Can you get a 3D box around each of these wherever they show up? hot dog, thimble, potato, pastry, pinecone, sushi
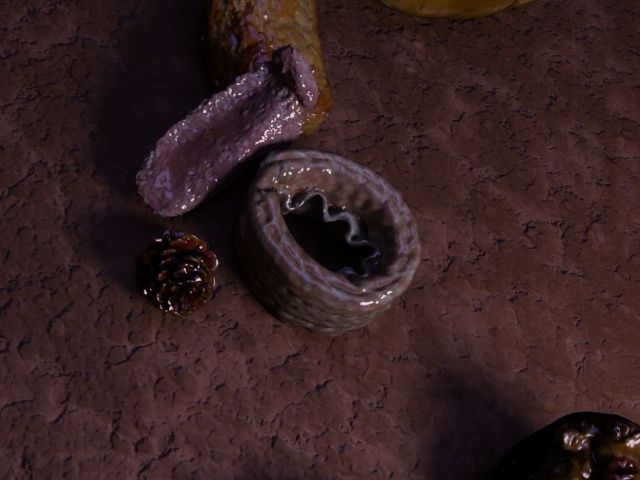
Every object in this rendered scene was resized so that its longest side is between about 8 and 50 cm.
[{"bbox_3d":[-0.072,-0.260,1.235,0.175,0.114,0.259,-6,85,-29],"label":"hot dog"},{"bbox_3d":[0.002,0.006,1.107,0.229,0.148,0.196,24,60,-5],"label":"thimble"},{"bbox_3d":[0.234,-0.453,1.430,0.369,0.176,0.195,-20,99,-24],"label":"potato"},{"bbox_3d":[-0.112,-0.131,1.112,0.265,0.112,0.103,-36,84,6],"label":"pastry"},{"bbox_3d":[-0.165,0.044,1.048,0.102,0.102,0.109,-8,38,-24],"label":"pinecone"},{"bbox_3d":[0.311,0.319,1.027,0.200,0.204,0.213,22,63,-14],"label":"sushi"}]
